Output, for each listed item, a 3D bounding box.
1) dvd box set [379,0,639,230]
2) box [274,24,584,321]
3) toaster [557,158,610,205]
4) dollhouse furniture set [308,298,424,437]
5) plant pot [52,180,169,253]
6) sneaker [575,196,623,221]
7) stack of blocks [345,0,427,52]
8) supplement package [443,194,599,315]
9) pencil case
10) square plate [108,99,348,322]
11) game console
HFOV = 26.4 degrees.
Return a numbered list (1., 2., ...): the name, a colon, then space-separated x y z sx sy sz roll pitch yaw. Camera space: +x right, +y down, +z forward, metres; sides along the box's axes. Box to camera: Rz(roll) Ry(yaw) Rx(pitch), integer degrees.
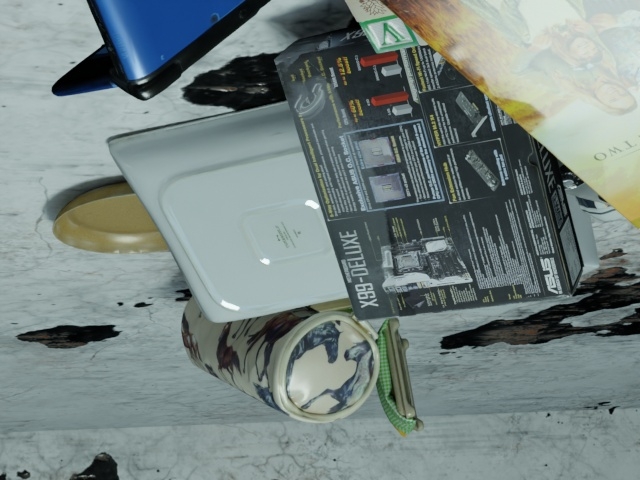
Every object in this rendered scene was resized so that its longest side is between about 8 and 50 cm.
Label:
1. dvd box set: 0.275 -0.171 1.079 0.308 0.062 0.420 -24 134 37
2. box: 0.114 -0.076 1.393 0.242 0.307 0.076 -9 -159 25
3. toaster: 0.305 -0.141 1.494 0.168 0.185 0.110 14 152 -29
4. dollhouse furniture set: 0.052 0.150 2.054 0.151 0.301 0.197 -11 164 5
5. plant pot: -0.241 -0.034 1.829 0.236 0.032 0.236 -7 162 -2
6. sneaker: 0.383 -0.102 1.705 0.127 0.126 0.321 40 173 -12
7. stack of blocks: 0.171 -0.240 1.137 0.297 0.087 0.171 -8 143 23
8. supplement package: 0.267 0.011 1.978 0.139 0.134 0.244 3 159 -29
9. pencil case: -0.063 0.146 1.989 0.160 0.183 0.410 34 172 -26
10. square plate: -0.041 -0.025 1.680 0.344 0.049 0.347 -11 136 13
11. game console: -0.086 -0.247 0.995 0.293 0.173 0.250 -42 142 -21
